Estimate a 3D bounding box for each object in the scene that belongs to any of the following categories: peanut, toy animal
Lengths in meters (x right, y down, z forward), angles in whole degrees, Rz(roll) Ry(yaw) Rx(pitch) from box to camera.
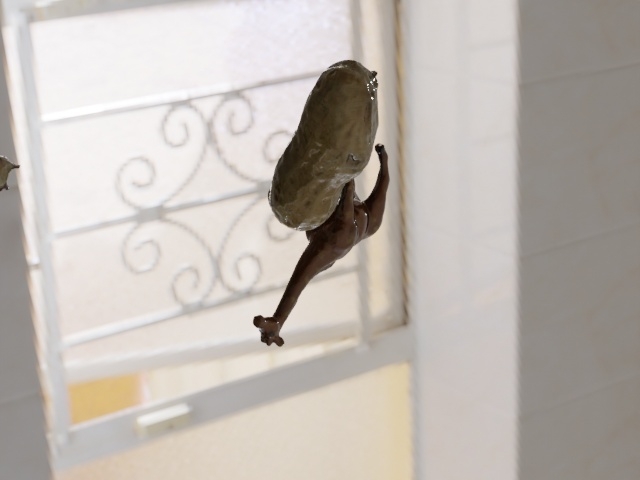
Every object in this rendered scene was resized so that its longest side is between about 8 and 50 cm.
[{"bbox_3d":[0.002,-0.097,1.556,0.099,0.099,0.214,54,-53,29],"label":"peanut"},{"bbox_3d":[0.000,0.000,1.719,0.066,0.224,0.230,17,-71,32],"label":"toy animal"}]

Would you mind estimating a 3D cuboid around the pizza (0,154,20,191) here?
[{"bbox_3d":[-0.368,-0.038,1.145,0.069,0.226,0.147,42,-11,50],"label":"pizza"}]
